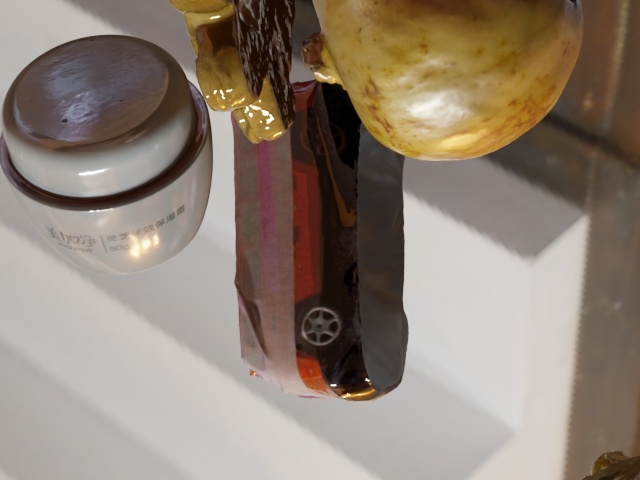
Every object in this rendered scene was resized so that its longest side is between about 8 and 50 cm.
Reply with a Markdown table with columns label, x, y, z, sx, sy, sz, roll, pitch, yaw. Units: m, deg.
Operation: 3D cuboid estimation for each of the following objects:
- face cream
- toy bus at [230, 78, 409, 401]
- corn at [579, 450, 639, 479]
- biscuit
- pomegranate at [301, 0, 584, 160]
| label | x | y | z | sx | sy | sz | roll | pitch | yaw |
| --- | --- | --- | --- | --- | --- | --- | --- | --- | --- |
| face cream | -0.116 | -0.047 | 0.975 | 0.117 | 0.117 | 0.104 | 32 | 150 | 30 |
| toy bus | 0.000 | 0.000 | 1.659 | 0.147 | 0.127 | 0.302 | -4 | 84 | 33 |
| corn | 0.092 | 0.215 | 0.704 | 0.123 | 0.305 | 0.122 | 31 | 178 | 30 |
| biscuit | -0.058 | -0.161 | 0.912 | 0.035 | 0.184 | 0.249 | -8 | 151 | 11 |
| pomegranate | 0.097 | -0.188 | 1.456 | 0.248 | 0.248 | 0.248 | 33 | 143 | 29 |
